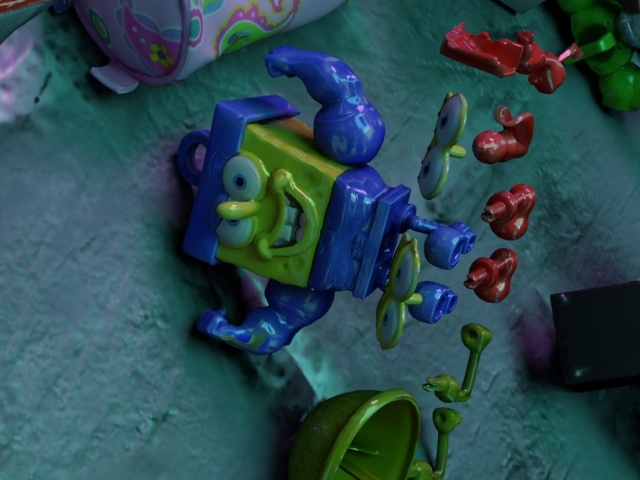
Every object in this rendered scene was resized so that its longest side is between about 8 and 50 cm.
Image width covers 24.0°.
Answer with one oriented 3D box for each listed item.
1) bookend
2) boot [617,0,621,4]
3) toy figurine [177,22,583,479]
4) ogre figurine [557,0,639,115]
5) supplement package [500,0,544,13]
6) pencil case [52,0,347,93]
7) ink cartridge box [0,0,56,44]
[{"bbox_3d":[0.264,0.079,1.207,0.157,0.156,0.072,61,20,-76],"label":"bookend"},{"bbox_3d":[0.306,-0.206,1.365,0.190,0.069,0.086,12,86,-26],"label":"boot"},{"bbox_3d":[0.000,0.000,0.992,0.191,0.217,0.362,-27,137,-56],"label":"toy figurine"},{"bbox_3d":[0.268,-0.188,1.283,0.197,0.118,0.097,50,41,-25],"label":"ogre figurine"},{"bbox_3d":[0.203,-0.335,1.164,0.177,0.293,0.175,26,60,-31],"label":"supplement package"},{"bbox_3d":[-0.042,-0.194,1.031,0.284,0.124,0.124,-32,96,-41],"label":"pencil case"},{"bbox_3d":[-0.333,-0.190,0.748,0.309,0.130,0.272,-23,91,-36],"label":"ink cartridge box"}]
